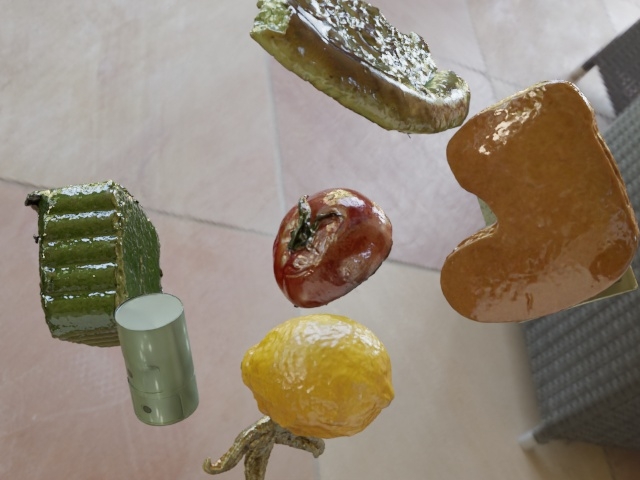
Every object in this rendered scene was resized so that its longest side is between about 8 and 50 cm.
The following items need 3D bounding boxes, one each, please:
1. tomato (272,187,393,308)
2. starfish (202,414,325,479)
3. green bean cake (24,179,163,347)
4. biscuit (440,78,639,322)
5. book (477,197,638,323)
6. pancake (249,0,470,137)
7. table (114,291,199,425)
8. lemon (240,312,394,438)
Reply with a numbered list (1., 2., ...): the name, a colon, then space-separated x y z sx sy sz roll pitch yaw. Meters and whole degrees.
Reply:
1. tomato: 0.000 -0.002 1.394 0.101 0.228 0.228 40 38 -40
2. starfish: -0.071 0.372 1.644 0.375 0.327 0.094 -19 54 -35
3. green bean cake: -0.472 0.063 1.787 0.218 0.335 0.319 -9 72 6
4. biscuit: 0.171 -0.026 0.746 0.036 0.186 0.192 -24 92 -60
5. book: 0.259 -0.019 0.961 0.016 0.138 0.198 25 48 -66
6. pancake: 0.078 -0.269 1.201 0.427 0.067 0.304 21 42 -33
7. table: -0.299 0.220 1.571 0.126 0.220 0.126 -2 29 1
8. lemon: -0.003 0.154 0.968 0.187 0.142 0.142 7 41 19
